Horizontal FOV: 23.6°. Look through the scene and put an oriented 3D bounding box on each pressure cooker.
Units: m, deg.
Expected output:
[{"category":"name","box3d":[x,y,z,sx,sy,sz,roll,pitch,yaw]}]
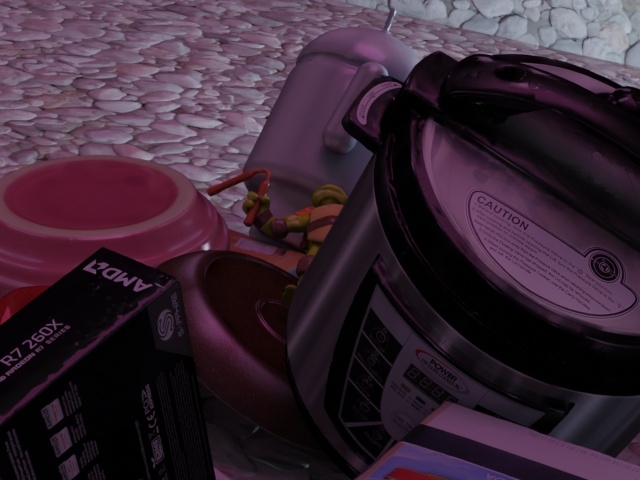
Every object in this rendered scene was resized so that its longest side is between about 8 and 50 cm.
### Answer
[{"category":"pressure cooker","box3d":[0.186,0.028,1.443,0.370,0.420,0.375,2,52,-26]}]

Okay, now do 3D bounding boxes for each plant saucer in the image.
[{"category":"plant saucer","box3d":[-0.046,0.108,1.692,0.310,0.050,0.310,32,22,-15]},{"category":"plant saucer","box3d":[-0.276,-0.021,1.856,0.332,0.084,0.332,1,25,0]}]

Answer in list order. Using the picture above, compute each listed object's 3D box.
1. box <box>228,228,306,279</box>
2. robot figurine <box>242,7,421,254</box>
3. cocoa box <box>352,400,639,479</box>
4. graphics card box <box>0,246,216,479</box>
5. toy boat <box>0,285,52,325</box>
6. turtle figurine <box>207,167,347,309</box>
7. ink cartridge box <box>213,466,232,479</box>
[{"category":"box","box3d":[-0.117,0.053,1.938,0.170,0.091,0.130,18,23,23]},{"category":"robot figurine","box3d":[0.027,-0.136,2.039,0.200,0.353,0.300,26,-16,-4]},{"category":"cocoa box","box3d":[0.185,0.311,1.178,0.347,0.231,0.228,18,24,25]},{"category":"graphics card box","box3d":[-0.241,0.199,1.170,0.094,0.232,0.371,21,45,33]},{"category":"toy boat","box3d":[-0.240,0.106,1.625,0.231,0.151,0.151,-1,67,-22]},{"category":"turtle figurine","box3d":[0.000,0.000,1.767,0.269,0.087,0.217,2,39,-1]},{"category":"ink cartridge box","box3d":[-0.206,0.234,1.431,0.160,0.092,0.219,-11,30,-41]}]
